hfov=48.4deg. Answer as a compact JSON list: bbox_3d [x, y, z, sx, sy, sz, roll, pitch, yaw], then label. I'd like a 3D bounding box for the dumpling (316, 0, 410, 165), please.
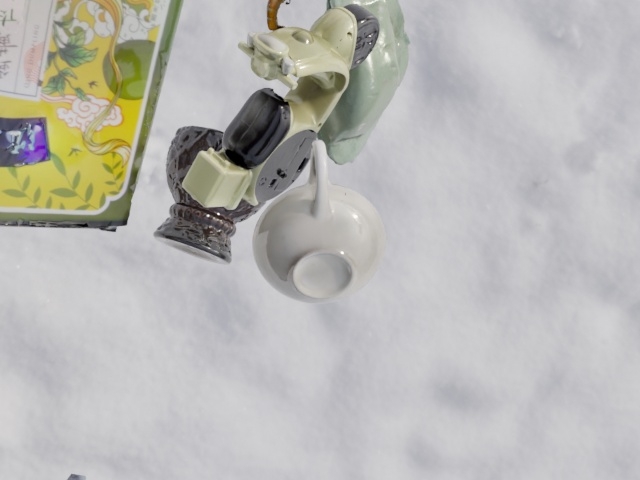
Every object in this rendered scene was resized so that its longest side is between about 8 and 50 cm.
[{"bbox_3d":[0.066,-0.355,1.464,0.211,0.270,0.321,30,139,-2],"label":"dumpling"}]

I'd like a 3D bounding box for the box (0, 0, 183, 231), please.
[{"bbox_3d":[-0.330,-0.223,0.682,0.373,0.138,0.420,1,113,-47],"label":"box"}]

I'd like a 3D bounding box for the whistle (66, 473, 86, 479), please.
[{"bbox_3d":[-0.163,0.185,0.435,0.033,0.083,0.029,-1,146,23],"label":"whistle"}]

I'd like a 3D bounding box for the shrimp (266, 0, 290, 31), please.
[{"bbox_3d":[-0.043,-0.380,1.129,0.025,0.127,0.091,35,145,22],"label":"shrimp"}]

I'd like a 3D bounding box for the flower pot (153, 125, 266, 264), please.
[{"bbox_3d":[-0.258,-0.097,1.675,0.266,0.266,0.267,21,78,-14],"label":"flower pot"}]

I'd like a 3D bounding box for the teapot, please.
[{"bbox_3d":[0.000,0.000,0.761,0.145,0.092,0.226,-2,128,-7],"label":"teapot"}]

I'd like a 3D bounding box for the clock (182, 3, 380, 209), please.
[{"bbox_3d":[-0.059,-0.222,1.174,0.120,0.276,0.379,38,114,20],"label":"clock"}]
